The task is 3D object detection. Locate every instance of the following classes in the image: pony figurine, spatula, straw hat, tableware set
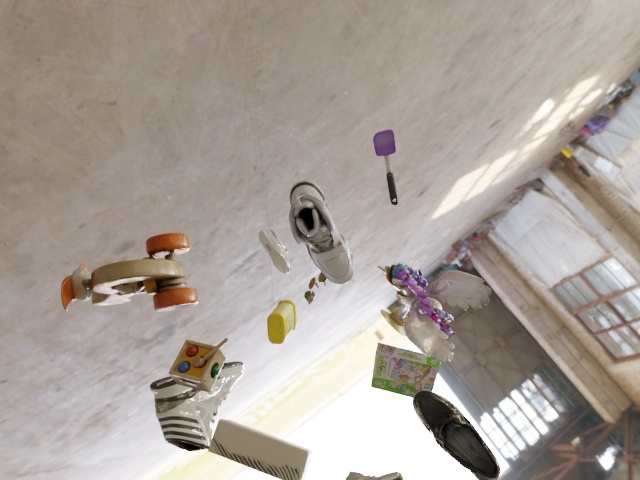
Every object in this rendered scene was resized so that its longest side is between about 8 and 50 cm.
[{"bbox_3d":[0.362,0.229,1.636,0.303,0.350,0.363,-51,149,-13],"label":"pony figurine"},{"bbox_3d":[0.259,-0.276,1.838,0.084,0.297,0.030,-9,167,10],"label":"spatula"},{"bbox_3d":[0.307,0.303,1.893,0.061,0.144,0.144,-48,163,13],"label":"straw hat"},{"bbox_3d":[-0.011,0.152,1.705,0.154,0.024,0.104,-64,-160,6],"label":"tableware set"}]

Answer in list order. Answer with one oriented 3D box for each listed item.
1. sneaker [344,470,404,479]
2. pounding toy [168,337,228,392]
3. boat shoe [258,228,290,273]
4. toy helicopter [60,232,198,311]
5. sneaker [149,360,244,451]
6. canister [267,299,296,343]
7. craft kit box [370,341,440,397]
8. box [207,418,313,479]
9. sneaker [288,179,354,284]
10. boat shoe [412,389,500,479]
[{"bbox_3d":[0.144,0.802,1.590,0.262,0.099,0.121,-26,-150,6],"label":"sneaker"},{"bbox_3d":[-0.335,0.343,1.369,0.100,0.141,0.130,77,27,-48],"label":"pounding toy"},{"bbox_3d":[-0.148,0.035,1.687,0.063,0.184,0.066,-19,148,-37],"label":"boat shoe"},{"bbox_3d":[-0.414,0.096,0.981,0.234,0.140,0.355,-5,168,-36],"label":"toy helicopter"},{"bbox_3d":[-0.408,0.575,1.677,0.169,0.258,0.447,-11,174,23],"label":"sneaker"},{"bbox_3d":[-0.147,0.310,1.846,0.073,0.126,0.170,0,-170,11],"label":"canister"},{"bbox_3d":[0.330,0.522,1.904,0.061,0.246,0.250,-62,160,-46],"label":"craft kit box"},{"bbox_3d":[-0.167,0.596,1.366,0.113,0.274,0.094,70,36,-67],"label":"box"},{"bbox_3d":[0.000,0.000,1.489,0.137,0.366,0.210,-22,-165,9],"label":"sneaker"},{"bbox_3d":[0.422,0.606,1.508,0.127,0.340,0.113,-36,157,-5],"label":"boat shoe"}]
